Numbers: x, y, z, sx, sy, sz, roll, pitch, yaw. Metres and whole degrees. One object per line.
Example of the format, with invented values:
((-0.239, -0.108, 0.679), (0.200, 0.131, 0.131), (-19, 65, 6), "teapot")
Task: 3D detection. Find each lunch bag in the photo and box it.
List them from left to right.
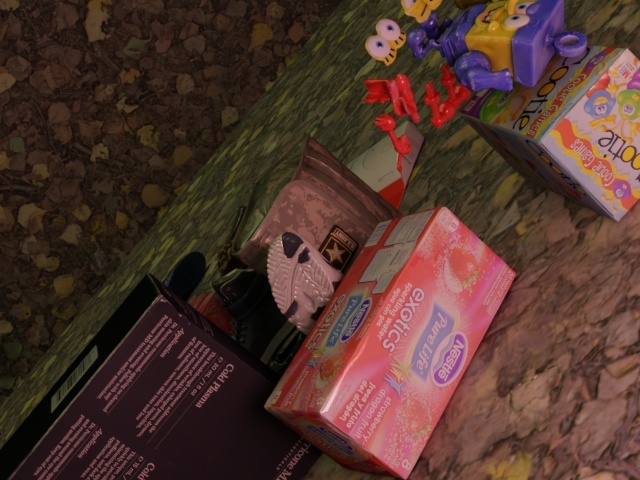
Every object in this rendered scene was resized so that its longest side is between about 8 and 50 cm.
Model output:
((0.000, 0.000, 1.421), (0.169, 0.235, 0.287), (-42, 19, 28), "lunch bag")

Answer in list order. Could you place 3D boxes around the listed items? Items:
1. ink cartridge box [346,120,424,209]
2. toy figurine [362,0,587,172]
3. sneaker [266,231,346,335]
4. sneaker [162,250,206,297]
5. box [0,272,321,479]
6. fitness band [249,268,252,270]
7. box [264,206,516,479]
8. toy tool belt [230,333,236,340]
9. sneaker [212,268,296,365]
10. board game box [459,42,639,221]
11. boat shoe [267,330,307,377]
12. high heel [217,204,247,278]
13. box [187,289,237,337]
((0.093, -0.101, 1.715), (0.189, 0.066, 0.232), (-32, 20, 43), "ink cartridge box")
((0.236, -0.243, 1.128), (0.217, 0.191, 0.362), (10, 46, 35), "toy figurine")
((0.023, 0.070, 1.255), (0.094, 0.235, 0.153), (-37, 8, 27), "sneaker")
((-0.387, 0.127, 2.363), (0.090, 0.081, 0.232), (-7, 46, 55), "sneaker")
((-0.216, 0.281, 1.238), (0.343, 0.312, 0.179), (-50, 17, -5), "box")
((-0.078, 0.047, 1.835), (0.209, 0.054, 0.291), (-39, 19, 37), "fitness band")
((0.088, 0.121, 1.109), (0.300, 0.142, 0.154), (-57, 19, -23), "box")
((-0.162, 0.199, 1.660), (0.083, 0.052, 0.051), (-32, -24, -33), "toy tool belt")
((-0.148, 0.154, 1.592), (0.226, 0.163, 0.086), (-55, 20, -12), "sneaker")
((0.310, -0.149, 1.132), (0.142, 0.144, 0.275), (-48, 18, 4), "board game box")
((-0.062, 0.201, 1.480), (0.142, 0.040, 0.049), (-46, 18, 12), "boat shoe")
((-0.142, 0.010, 2.055), (0.261, 0.093, 0.186), (1, 70, 58), "high heel")
((-0.242, 0.233, 1.716), (0.128, 0.122, 0.257), (-21, 33, 58), "box")
